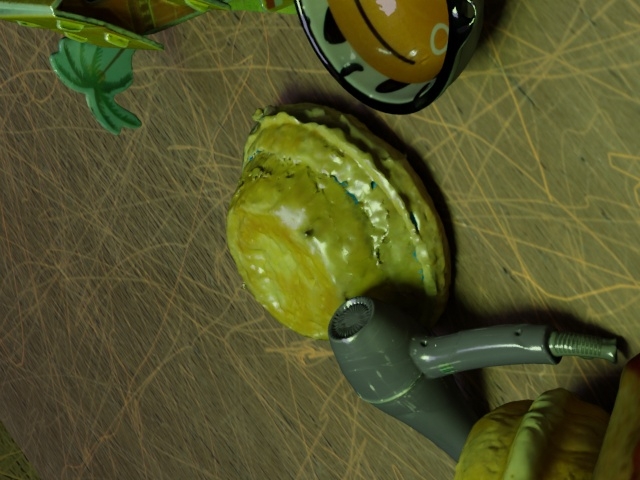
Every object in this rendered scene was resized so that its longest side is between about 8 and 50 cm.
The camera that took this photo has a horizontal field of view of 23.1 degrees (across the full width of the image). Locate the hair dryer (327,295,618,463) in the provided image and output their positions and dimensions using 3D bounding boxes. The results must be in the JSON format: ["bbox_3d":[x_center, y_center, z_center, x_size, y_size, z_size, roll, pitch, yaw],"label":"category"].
[{"bbox_3d":[0.213,0.167,1.929,0.361,0.121,0.301,-11,135,39],"label":"hair dryer"}]

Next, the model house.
[{"bbox_3d":[-0.219,-0.286,2.012,0.300,0.323,0.340,14,124,49],"label":"model house"}]

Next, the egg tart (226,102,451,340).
[{"bbox_3d":[0.000,0.000,2.080,0.388,0.169,0.388,33,141,32],"label":"egg tart"}]

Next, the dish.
[{"bbox_3d":[0.095,-0.292,1.773,0.303,0.120,0.303,32,136,37],"label":"dish"}]

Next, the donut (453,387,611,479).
[{"bbox_3d":[0.253,0.387,1.798,0.198,0.449,0.449,7,122,19],"label":"donut"}]

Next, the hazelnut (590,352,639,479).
[{"bbox_3d":[0.433,0.255,1.537,0.365,0.365,0.366,32,136,37],"label":"hazelnut"}]
